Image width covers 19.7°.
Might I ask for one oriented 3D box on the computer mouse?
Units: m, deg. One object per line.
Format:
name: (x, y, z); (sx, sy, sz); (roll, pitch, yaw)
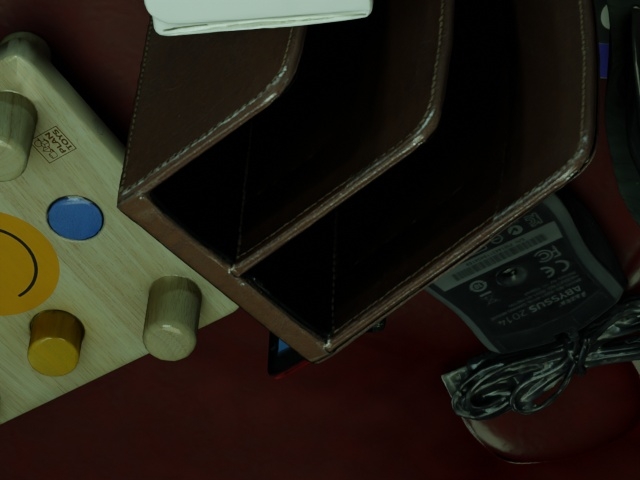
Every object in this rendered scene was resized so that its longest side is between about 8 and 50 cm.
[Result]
computer mouse: (0.132, 0.015, 1.299); (0.188, 0.072, 0.272); (-22, 138, 16)

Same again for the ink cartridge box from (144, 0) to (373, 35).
ink cartridge box: (-0.033, -0.261, 0.940); (0.114, 0.273, 0.198); (-4, 129, 5)

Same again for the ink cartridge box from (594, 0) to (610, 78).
ink cartridge box: (0.263, -0.167, 1.149); (0.206, 0.045, 0.208); (3, 134, 0)

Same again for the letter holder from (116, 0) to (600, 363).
letter holder: (0.027, -0.122, 1.032); (0.214, 0.302, 0.152); (-35, 120, 26)

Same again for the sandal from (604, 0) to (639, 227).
sandal: (0.245, -0.086, 1.120); (0.167, 0.107, 0.446); (-11, 140, 16)

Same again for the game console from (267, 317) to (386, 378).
game console: (0.000, 0.000, 1.235); (0.085, 0.144, 0.124); (-5, 129, 5)

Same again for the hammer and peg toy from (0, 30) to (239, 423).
hammer and peg toy: (-0.247, -0.029, 1.231); (0.266, 0.127, 0.361); (-25, 124, 21)
